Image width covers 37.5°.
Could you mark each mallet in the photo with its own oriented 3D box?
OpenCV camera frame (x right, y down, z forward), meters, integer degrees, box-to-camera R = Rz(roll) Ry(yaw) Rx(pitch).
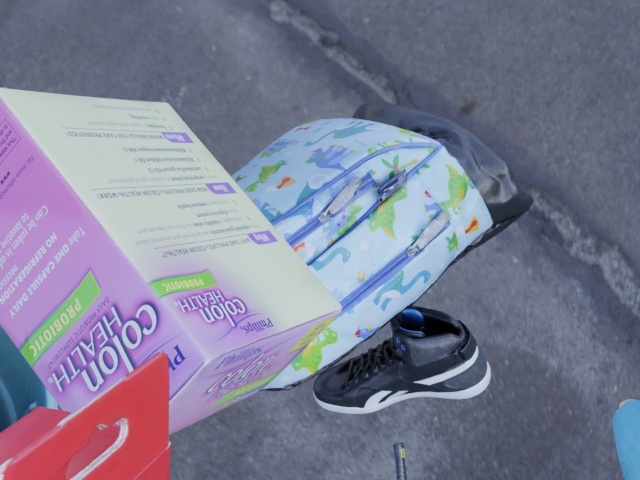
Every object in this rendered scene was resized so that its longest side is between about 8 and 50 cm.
[{"bbox_3d":[0.123,0.382,1.328,0.039,0.062,0.190,-10,73,35],"label":"mallet"}]

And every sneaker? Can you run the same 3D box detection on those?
[{"bbox_3d":[0.077,0.129,1.089,0.216,0.121,0.079,-11,39,20],"label":"sneaker"}]

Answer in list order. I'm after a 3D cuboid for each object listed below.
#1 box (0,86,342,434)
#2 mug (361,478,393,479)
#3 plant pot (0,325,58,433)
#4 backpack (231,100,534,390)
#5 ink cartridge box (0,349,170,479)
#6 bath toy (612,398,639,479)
[{"bbox_3d":[-0.137,0.014,0.717,0.117,0.213,0.243,-46,76,21],"label":"box"},{"bbox_3d":[0.102,0.425,1.434,0.097,0.157,0.130,-20,81,46],"label":"mug"},{"bbox_3d":[-0.525,0.257,1.100,0.334,0.341,0.341,-53,45,37],"label":"plant pot"},{"bbox_3d":[0.000,0.000,1.036,0.355,0.273,0.290,-51,31,-8],"label":"backpack"},{"bbox_3d":[-0.132,0.168,0.418,0.078,0.134,0.231,10,106,16],"label":"ink cartridge box"},{"bbox_3d":[0.411,0.126,0.769,0.348,0.151,0.129,-26,11,-22],"label":"bath toy"}]
